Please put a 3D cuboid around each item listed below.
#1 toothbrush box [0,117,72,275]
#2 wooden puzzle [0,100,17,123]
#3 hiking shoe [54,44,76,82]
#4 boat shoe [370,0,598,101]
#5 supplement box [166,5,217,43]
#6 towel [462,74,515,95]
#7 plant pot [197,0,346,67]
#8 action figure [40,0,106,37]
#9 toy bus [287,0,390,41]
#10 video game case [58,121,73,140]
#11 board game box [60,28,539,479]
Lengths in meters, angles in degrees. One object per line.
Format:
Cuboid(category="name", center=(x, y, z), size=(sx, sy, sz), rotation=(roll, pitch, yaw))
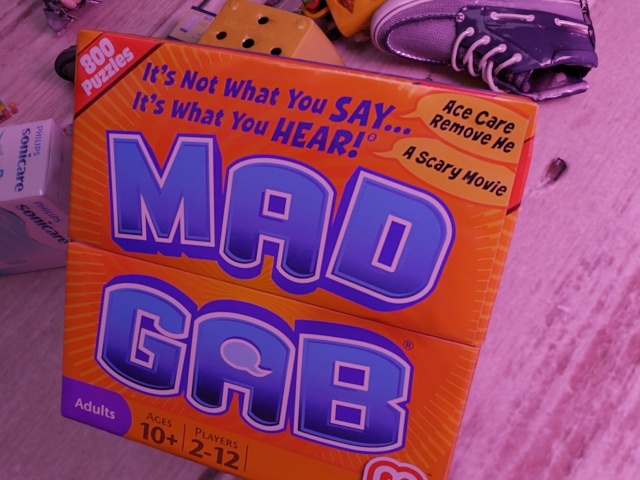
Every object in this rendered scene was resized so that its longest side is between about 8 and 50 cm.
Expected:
Cuboid(category="toothbrush box", center=(-0.476, -0.045, 0.899), size=(0.296, 0.216, 0.126), rotation=(-8, 65, 6))
Cuboid(category="wooden puzzle", center=(-0.586, -0.226, 1.114), size=(0.083, 0.006, 0.049), rotation=(-38, 66, -9))
Cuboid(category="hiking shoe", center=(-0.369, -0.255, 1.051), size=(0.227, 0.086, 0.114), rotation=(19, 66, 15))
Cuboid(category="boat shoe", center=(0.250, -0.294, 0.939), size=(0.341, 0.127, 0.158), rotation=(-3, 57, 3))
Cuboid(category="supplement box", center=(-0.206, -0.350, 1.086), size=(0.083, 0.056, 0.083), rotation=(26, 72, 19))
Cuboid(category="towel", center=(0.266, -0.237, 0.988), size=(0.084, 0.009, 0.060), rotation=(5, 66, 10))
Cuboid(category="plant pot", center=(-0.089, -0.235, 0.943), size=(0.212, 0.187, 0.212), rotation=(22, 71, 18))
Cuboid(category="action figure", center=(-0.433, -0.504, 1.141), size=(0.185, 0.099, 0.284), rotation=(36, 104, 33))
Cuboid(category="toy bus", center=(0.056, -0.385, 1.032), size=(0.191, 0.202, 0.104), rotation=(-25, 95, -11))
Cuboid(category="video game case", center=(-0.466, -0.151, 1.059), size=(0.122, 0.011, 0.087), rotation=(-16, 64, 1))
Cuboid(category="board game box", center=(0.000, 0.000, 0.653), size=(0.357, 0.356, 0.356), rotation=(13, 106, 14))
